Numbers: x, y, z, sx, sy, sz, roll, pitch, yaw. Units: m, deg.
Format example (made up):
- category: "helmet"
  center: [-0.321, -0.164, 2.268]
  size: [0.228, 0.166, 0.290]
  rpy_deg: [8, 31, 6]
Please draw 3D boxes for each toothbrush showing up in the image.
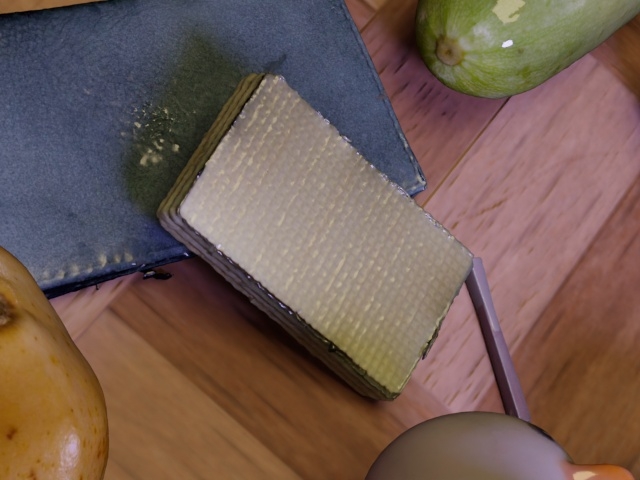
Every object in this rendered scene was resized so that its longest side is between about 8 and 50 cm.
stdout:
- category: "toothbrush"
  center: [0.125, 0.102, 1.255]
  size: [0.017, 0.014, 0.194]
  rpy_deg: [-1, 65, -28]

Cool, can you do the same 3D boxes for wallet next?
- category: "wallet"
  center: [-0.118, -0.069, 1.199]
  size: [0.379, 0.046, 0.191]
  rpy_deg: [-14, 74, -34]

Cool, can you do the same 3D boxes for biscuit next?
- category: "biscuit"
  center: [0.000, 0.000, 1.191]
  size: [0.199, 0.040, 0.121]
  rpy_deg: [42, 62, -24]

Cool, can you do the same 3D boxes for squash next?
- category: "squash"
  center: [0.195, -0.208, 1.400]
  size: [0.118, 0.118, 0.370]
  rpy_deg: [49, 49, 4]

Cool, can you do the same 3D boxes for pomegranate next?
- category: "pomegranate"
  center: [-0.214, 0.103, 0.947]
  size: [0.233, 0.233, 0.233]
  rpy_deg: [12, 59, -22]

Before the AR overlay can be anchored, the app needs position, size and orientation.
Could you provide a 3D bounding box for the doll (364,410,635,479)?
- category: "doll"
  center: [0.065, 0.193, 1.028]
  size: [0.251, 0.221, 0.221]
  rpy_deg: [-27, 77, -3]
